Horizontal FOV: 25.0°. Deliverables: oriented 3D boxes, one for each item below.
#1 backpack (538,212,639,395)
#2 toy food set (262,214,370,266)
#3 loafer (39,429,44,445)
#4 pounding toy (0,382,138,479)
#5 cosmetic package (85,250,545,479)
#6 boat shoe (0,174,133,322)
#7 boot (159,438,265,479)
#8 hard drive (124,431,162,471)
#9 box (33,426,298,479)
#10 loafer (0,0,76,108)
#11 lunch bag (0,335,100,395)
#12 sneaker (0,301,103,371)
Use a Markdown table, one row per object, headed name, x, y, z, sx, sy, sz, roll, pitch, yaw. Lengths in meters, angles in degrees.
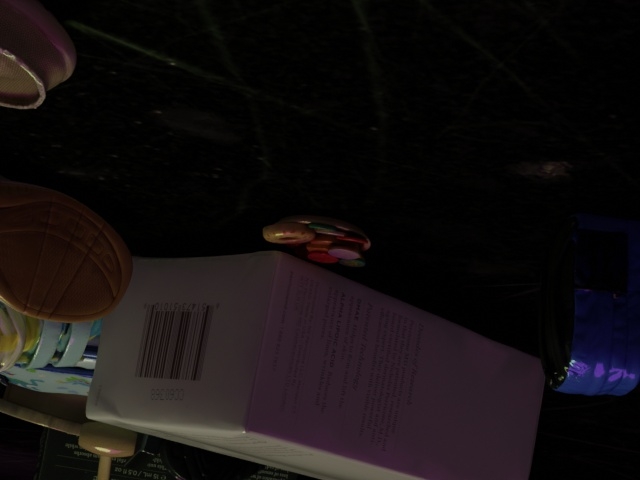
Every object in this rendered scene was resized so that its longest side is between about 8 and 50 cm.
| name | x | y | z | sx | sy | sz | roll | pitch | yaw |
| --- | --- | --- | --- | --- | --- | --- | --- | --- | --- |
| backpack | 0.208 | 0.052 | 1.035 | 0.101 | 0.120 | 0.098 | 7 | 162 | 5 |
| toy food set | 0.000 | 0.000 | 1.135 | 0.082 | 0.020 | 0.083 | 3 | 162 | 16 |
| loafer | -0.250 | 0.290 | 2.092 | 0.302 | 0.109 | 0.095 | 11 | 145 | -28 |
| pounding toy | -0.297 | 0.209 | 1.643 | 0.154 | 0.155 | 0.269 | 18 | 173 | -12 |
| cosmetic package | 0.008 | 0.134 | 1.314 | 0.217 | 0.156 | 0.385 | -1 | 164 | 42 |
| boat shoe | -0.268 | -0.014 | 1.116 | 0.277 | 0.098 | 0.096 | 27 | 176 | -43 |
| boot | -0.125 | 0.232 | 1.714 | 0.246 | 0.094 | 0.207 | -17 | 179 | -38 |
| hard drive | -0.181 | 0.183 | 1.602 | 0.022 | 0.135 | 0.094 | 20 | 155 | -11 |
| box | -0.218 | 0.366 | 1.924 | 0.343 | 0.312 | 0.179 | 12 | 163 | -10 |
| loafer | -0.266 | -0.113 | 0.773 | 0.268 | 0.092 | 0.102 | 15 | 162 | -22 |
| lunch bag | -0.233 | 0.106 | 1.480 | 0.219 | 0.090 | 0.176 | 9 | 160 | -5 |
| sneaker | -0.269 | 0.072 | 1.196 | 0.208 | 0.127 | 0.319 | 8 | -159 | -17 |
